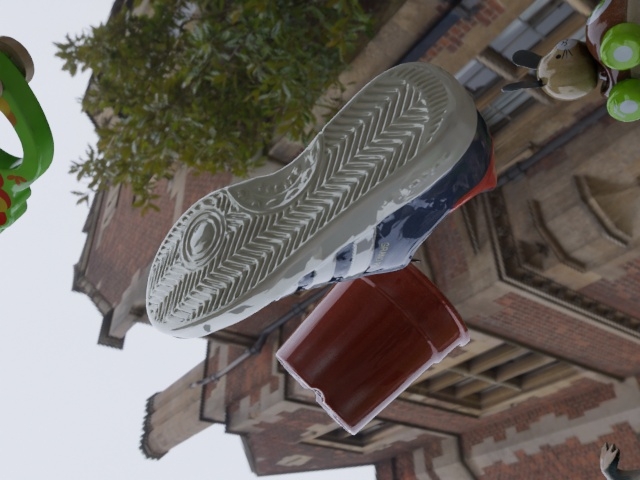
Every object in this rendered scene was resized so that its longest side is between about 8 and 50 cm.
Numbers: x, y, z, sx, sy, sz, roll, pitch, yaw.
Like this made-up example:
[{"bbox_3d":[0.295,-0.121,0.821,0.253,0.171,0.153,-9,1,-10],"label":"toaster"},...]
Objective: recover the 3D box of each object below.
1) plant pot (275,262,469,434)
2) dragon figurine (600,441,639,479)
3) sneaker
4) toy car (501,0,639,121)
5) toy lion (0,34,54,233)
[{"bbox_3d":[0.079,0.187,1.080,0.265,0.272,0.272,-44,-86,-13],"label":"plant pot"},{"bbox_3d":[0.372,0.269,0.611,0.144,0.289,0.085,35,-148,-1],"label":"dragon figurine"},{"bbox_3d":[0.000,0.000,0.530,0.148,0.350,0.131,29,-141,-49],"label":"sneaker"},{"bbox_3d":[0.347,-0.250,0.807,0.155,0.188,0.149,-60,-44,-35],"label":"toy car"},{"bbox_3d":[-0.175,-0.044,0.291,0.034,0.100,0.096,-70,-27,-51],"label":"toy lion"}]
